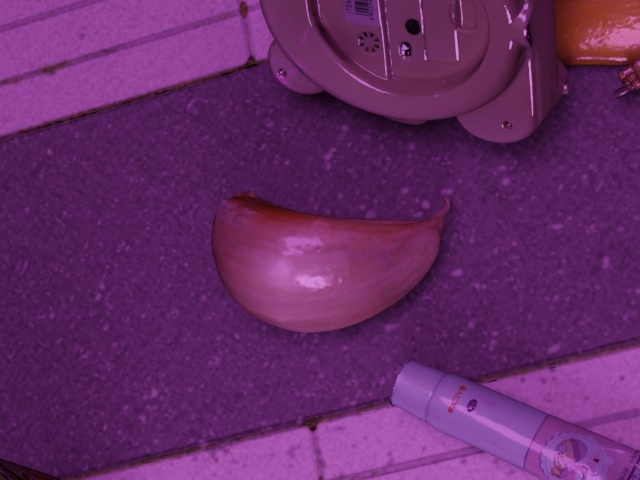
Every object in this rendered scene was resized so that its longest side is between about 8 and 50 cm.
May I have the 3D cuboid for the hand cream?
[{"bbox_3d":[0.222,0.201,1.760,0.331,0.058,0.085,24,60,19],"label":"hand cream"}]

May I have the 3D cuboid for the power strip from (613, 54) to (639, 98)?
[{"bbox_3d":[0.423,-0.215,1.805,0.305,0.064,0.044,-30,73,8],"label":"power strip"}]

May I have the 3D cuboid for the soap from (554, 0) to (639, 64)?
[{"bbox_3d":[0.276,-0.219,1.873,0.168,0.033,0.089,0,71,19],"label":"soap"}]

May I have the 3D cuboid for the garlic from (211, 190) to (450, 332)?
[{"bbox_3d":[0.002,0.010,1.859,0.245,0.145,0.164,2,44,17],"label":"garlic"}]

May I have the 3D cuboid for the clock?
[{"bbox_3d":[0.086,-0.245,1.827,0.309,0.284,0.114,10,38,26],"label":"clock"}]

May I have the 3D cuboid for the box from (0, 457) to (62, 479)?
[{"bbox_3d":[-0.288,0.316,1.815,0.177,0.195,0.148,37,89,25],"label":"box"}]
